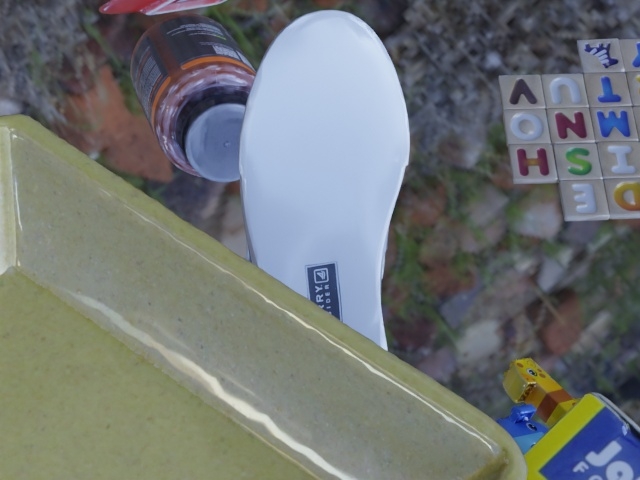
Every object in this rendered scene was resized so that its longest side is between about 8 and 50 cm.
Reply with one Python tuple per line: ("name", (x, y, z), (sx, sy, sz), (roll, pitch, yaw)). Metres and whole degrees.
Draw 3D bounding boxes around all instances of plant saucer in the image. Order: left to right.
("plant saucer", (-0.135, 0.130, 0.582), (0.333, 0.332, 0.081), (-44, 155, -33))

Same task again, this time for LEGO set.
("LEGO set", (0.140, 0.137, 0.935), (0.227, 0.093, 0.087), (-1, 128, -48))

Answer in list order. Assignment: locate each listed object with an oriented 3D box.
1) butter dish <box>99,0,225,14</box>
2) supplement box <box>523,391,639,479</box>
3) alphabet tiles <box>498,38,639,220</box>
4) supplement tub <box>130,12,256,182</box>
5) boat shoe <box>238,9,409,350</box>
("butter dish", (-0.093, -0.253, 1.059), (0.160, 0.118, 0.160), (-22, -178, 34))
("supplement box", (0.159, 0.265, 0.740), (0.195, 0.194, 0.356), (-43, 152, -10))
("alphabet tiles", (0.282, -0.104, 1.213), (0.237, 0.198, 0.009), (-1, 148, -2))
("supplement tub", (-0.102, -0.121, 1.176), (0.106, 0.198, 0.106), (-7, 118, -13))
("boat shoe", (0.000, 0.000, 0.893), (0.108, 0.102, 0.301), (-6, 102, -9))
